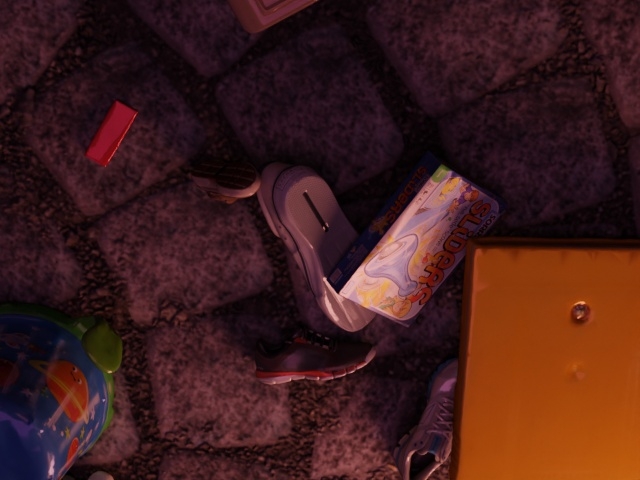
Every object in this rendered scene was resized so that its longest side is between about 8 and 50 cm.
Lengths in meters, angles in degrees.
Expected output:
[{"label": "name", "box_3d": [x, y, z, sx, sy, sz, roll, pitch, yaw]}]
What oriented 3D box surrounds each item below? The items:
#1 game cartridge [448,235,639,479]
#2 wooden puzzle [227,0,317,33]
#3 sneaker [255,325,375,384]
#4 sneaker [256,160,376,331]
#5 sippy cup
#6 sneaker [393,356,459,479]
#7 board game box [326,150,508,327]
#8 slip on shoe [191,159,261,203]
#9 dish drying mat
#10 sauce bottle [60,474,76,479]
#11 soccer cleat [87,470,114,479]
[{"label": "game cartridge", "box_3d": [0.309, 0.155, 1.870, 0.285, 0.052, 0.323, 1, 107, -7]}, {"label": "wooden puzzle", "box_3d": [-0.036, -0.384, 1.731, 0.239, 0.044, 0.221, -25, 107, 16]}, {"label": "sneaker", "box_3d": [-0.010, 0.140, 1.906, 0.158, 0.061, 0.065, -10, 103, 5]}, {"label": "sneaker", "box_3d": [0.000, 0.000, 1.843, 0.094, 0.091, 0.258, -35, 127, -16]}, {"label": "sippy cup", "box_3d": [-0.389, 0.225, 1.865, 0.240, 0.224, 0.305, 15, 110, -2]}, {"label": "sneaker", "box_3d": [0.155, 0.239, 1.920, 0.071, 0.083, 0.190, 23, 108, -4]}, {"label": "board game box", "box_3d": [0.118, 0.001, 1.819, 0.136, 0.035, 0.201, 26, 107, -42]}, {"label": "slip on shoe", "box_3d": [-0.108, -0.065, 1.805, 0.051, 0.135, 0.041, -42, 118, -24]}, {"label": "dish drying mat", "box_3d": [-0.257, -0.132, 1.845, 0.032, 0.008, 0.083, 30, 107, -9]}, {"label": "sauce bottle", "box_3d": [-0.368, 0.367, 2.010, 0.042, 0.042, 0.128, 37, 109, -10]}, {"label": "soccer cleat", "box_3d": [-0.292, 0.401, 2.014, 0.076, 0.068, 0.196, 1, 100, -41]}]
